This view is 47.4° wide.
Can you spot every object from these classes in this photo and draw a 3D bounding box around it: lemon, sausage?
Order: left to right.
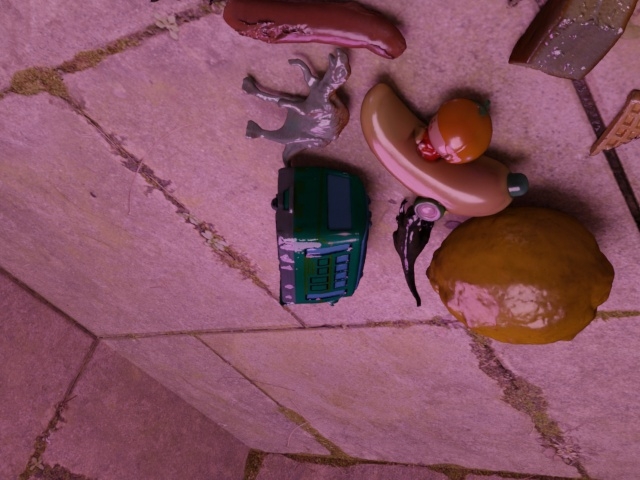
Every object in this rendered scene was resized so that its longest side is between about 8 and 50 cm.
[{"bbox_3d":[-0.012,-0.340,1.152,0.304,0.078,0.078,11,147,13],"label":"sausage"},{"bbox_3d":[0.368,0.061,1.366,0.316,0.286,0.285,22,148,8],"label":"lemon"}]

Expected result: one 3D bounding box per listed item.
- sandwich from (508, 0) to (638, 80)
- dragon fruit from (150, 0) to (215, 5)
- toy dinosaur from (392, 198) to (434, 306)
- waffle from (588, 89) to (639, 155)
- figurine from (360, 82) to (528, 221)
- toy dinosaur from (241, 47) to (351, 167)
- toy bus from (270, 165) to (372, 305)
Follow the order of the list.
[{"bbox_3d":[0.350,-0.295,1.005,0.094,0.096,0.258,17,151,-6],"label":"sandwich"},{"bbox_3d":[-0.170,-0.429,0.982,0.192,0.193,0.274,38,116,-17],"label":"dragon fruit"},{"bbox_3d":[0.173,0.012,1.476,0.087,0.179,0.187,7,143,19],"label":"toy dinosaur"},{"bbox_3d":[0.506,-0.170,1.165,0.097,0.023,0.153,20,146,2],"label":"waffle"},{"bbox_3d":[0.209,-0.159,1.258,0.324,0.124,0.222,38,144,-20],"label":"figurine"},{"bbox_3d":[-0.049,-0.213,1.357,0.205,0.092,0.393,11,145,5],"label":"toy dinosaur"},{"bbox_3d":[0.000,0.000,1.537,0.199,0.184,0.344,0,152,-2],"label":"toy bus"}]
